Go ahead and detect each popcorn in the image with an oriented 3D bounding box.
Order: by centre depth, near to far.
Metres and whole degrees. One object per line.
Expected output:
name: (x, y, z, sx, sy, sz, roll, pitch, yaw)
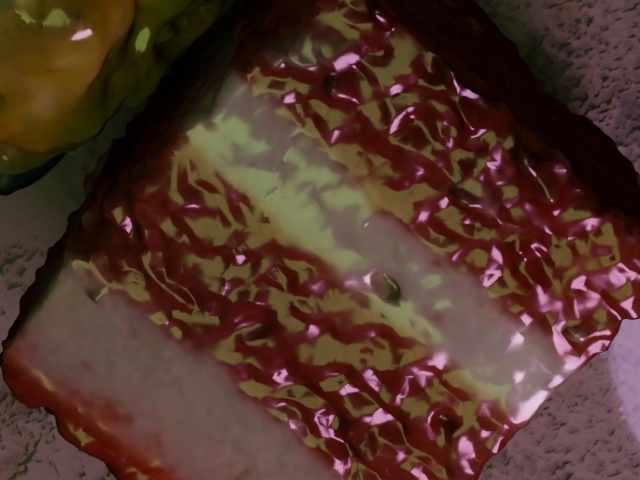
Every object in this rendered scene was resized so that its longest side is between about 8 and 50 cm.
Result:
popcorn: (-0.135, -0.168, 1.128, 0.253, 0.190, 0.191, -46, 65, 9)

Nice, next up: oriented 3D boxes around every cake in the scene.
cake: (0.000, 0.000, 1.187, 0.269, 0.270, 0.319, 41, 106, -12)

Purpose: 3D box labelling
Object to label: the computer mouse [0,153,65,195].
computer mouse: (-0.272, -0.126, 1.240, 0.270, 0.086, 0.137, 18, 104, -17)
